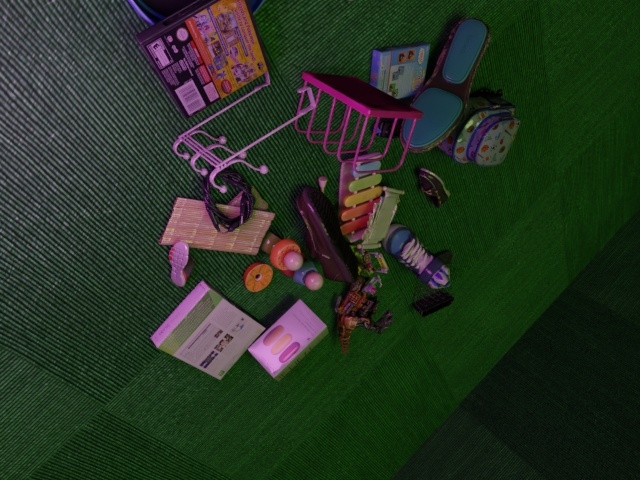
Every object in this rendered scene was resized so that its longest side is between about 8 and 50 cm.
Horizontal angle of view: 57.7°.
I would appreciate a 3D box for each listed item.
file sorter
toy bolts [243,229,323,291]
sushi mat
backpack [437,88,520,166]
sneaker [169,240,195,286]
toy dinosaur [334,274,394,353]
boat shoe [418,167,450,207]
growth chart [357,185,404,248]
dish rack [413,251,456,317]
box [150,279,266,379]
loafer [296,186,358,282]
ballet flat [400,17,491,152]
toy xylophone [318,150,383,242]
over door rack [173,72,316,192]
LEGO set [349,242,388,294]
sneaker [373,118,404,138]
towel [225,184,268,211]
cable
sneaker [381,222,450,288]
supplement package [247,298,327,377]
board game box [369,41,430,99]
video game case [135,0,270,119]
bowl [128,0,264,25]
[{"bbox_3d":[0.091,-0.326,1.608,0.202,0.290,0.182,-8,126,-39],"label":"file sorter"},{"bbox_3d":[-0.102,0.107,1.830,0.228,0.158,0.218,24,100,-48],"label":"toy bolts"},{"bbox_3d":[-0.284,-0.035,1.640,0.316,0.019,0.151,8,116,-38],"label":"sushi mat"},{"bbox_3d":[0.551,-0.383,2.062,0.263,0.213,0.277,-6,125,-27],"label":"backpack"},{"bbox_3d":[-0.381,0.056,1.622,0.065,0.061,0.158,-43,159,-47],"label":"sneaker"},{"bbox_3d":[0.137,0.278,2.215,0.218,0.164,0.322,5,134,-28],"label":"toy dinosaur"},{"bbox_3d":[0.415,-0.192,2.151,0.069,0.081,0.227,-56,142,-2],"label":"boat shoe"},{"bbox_3d":[0.205,-0.074,1.968,0.172,0.021,0.237,13,101,-58],"label":"growth chart"},{"bbox_3d":[0.502,0.181,2.499,0.208,0.074,0.272,-18,128,-34],"label":"dish rack"},{"bbox_3d":[-0.342,0.288,1.820,0.232,0.058,0.322,-48,140,-5],"label":"box"},{"bbox_3d":[0.000,0.000,1.850,0.366,0.130,0.134,65,26,-26],"label":"loafer"},{"bbox_3d":[0.406,-0.474,1.869,0.483,0.164,0.182,-63,169,-4],"label":"ballet flat"},{"bbox_3d":[0.106,-0.139,1.907,0.236,0.081,0.323,-27,133,-26],"label":"toy xylophone"},{"bbox_3d":[-0.181,-0.271,1.432,0.324,0.239,0.108,-44,136,-9],"label":"over door rack"},{"bbox_3d":[0.138,0.069,2.023,0.287,0.107,0.132,40,70,-32],"label":"LEGO set"},{"bbox_3d":[0.256,-0.360,1.891,0.188,0.078,0.067,-15,127,-37],"label":"sneaker"},{"bbox_3d":[-0.228,-0.084,1.680,0.148,0.027,0.110,-42,137,-6],"label":"towel"},{"bbox_3d":[-0.250,-0.121,1.580,0.150,0.047,0.185,-33,112,-32],"label":"cable"},{"bbox_3d":[0.386,0.073,2.192,0.130,0.236,0.323,-50,139,-3],"label":"sneaker"},{"bbox_3d":[-0.106,0.343,1.979,0.244,0.139,0.134,-44,164,-11],"label":"supplement package"},{"bbox_3d":[0.244,-0.520,1.798,0.211,0.039,0.160,-19,129,-32],"label":"board game box"},{"bbox_3d":[-0.252,-0.423,1.319,0.248,0.035,0.275,-33,156,-6],"label":"video game case"},{"bbox_3d":[-0.266,-0.631,1.228,0.391,0.077,0.391,-24,132,-29],"label":"bowl"}]
